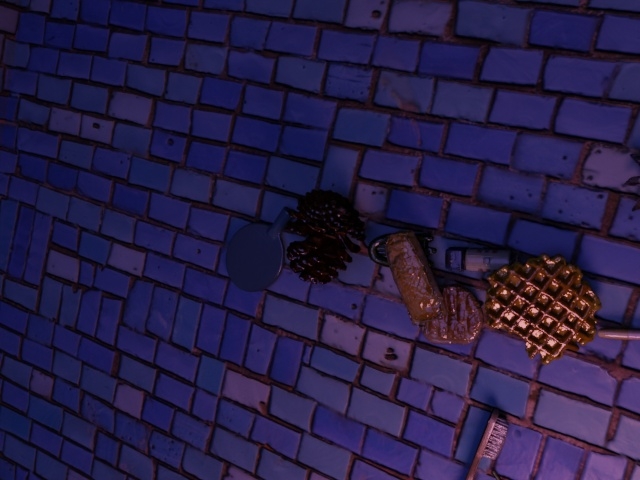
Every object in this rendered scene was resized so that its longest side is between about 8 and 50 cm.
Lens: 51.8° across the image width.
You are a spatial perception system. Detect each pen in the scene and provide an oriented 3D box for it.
[{"bbox_3d":[0.821,0.236,1.651,0.233,0.040,0.032,0,93,22],"label":"pen"}]

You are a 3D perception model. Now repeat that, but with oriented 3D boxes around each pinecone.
[{"bbox_3d":[0.000,-0.002,1.953,0.246,0.246,0.292,34,119,22],"label":"pinecone"}]

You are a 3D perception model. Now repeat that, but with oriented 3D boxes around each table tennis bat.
[{"bbox_3d":[-0.192,0.025,2.154,0.215,0.044,0.329,46,113,19],"label":"table tennis bat"}]

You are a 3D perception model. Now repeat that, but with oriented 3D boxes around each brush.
[{"bbox_3d":[0.451,0.624,1.838,0.065,0.070,0.328,22,103,14],"label":"brush"}]

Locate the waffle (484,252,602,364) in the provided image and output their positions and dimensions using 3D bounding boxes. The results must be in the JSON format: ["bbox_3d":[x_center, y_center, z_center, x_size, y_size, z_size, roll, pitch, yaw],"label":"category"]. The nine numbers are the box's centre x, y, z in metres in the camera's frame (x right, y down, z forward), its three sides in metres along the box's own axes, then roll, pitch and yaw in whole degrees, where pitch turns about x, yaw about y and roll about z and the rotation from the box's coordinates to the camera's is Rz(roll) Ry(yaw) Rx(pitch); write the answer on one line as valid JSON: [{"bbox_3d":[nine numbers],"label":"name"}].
[{"bbox_3d":[0.572,0.178,1.721,0.281,0.058,0.301,-33,96,21],"label":"waffle"}]

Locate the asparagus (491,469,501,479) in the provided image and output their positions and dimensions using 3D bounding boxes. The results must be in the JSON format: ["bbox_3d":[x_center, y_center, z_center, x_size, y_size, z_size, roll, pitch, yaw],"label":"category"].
[{"bbox_3d":[0.510,0.694,1.834,0.114,0.014,0.015,61,148,13],"label":"asparagus"}]

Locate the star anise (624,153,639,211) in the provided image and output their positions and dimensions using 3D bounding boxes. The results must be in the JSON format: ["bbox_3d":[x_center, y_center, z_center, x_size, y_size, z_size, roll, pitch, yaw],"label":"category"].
[{"bbox_3d":[0.839,-0.163,1.609,0.204,0.061,0.181,-27,80,26],"label":"star anise"}]

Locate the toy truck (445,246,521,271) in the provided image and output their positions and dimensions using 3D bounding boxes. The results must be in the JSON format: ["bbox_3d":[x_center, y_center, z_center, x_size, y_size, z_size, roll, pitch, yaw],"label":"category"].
[{"bbox_3d":[0.443,0.056,1.804,0.201,0.088,0.074,3,94,27],"label":"toy truck"}]

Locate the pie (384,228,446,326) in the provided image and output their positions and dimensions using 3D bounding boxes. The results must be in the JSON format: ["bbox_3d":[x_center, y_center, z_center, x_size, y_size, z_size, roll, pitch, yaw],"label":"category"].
[{"bbox_3d":[0.263,0.108,1.862,0.128,0.068,0.283,-22,89,33],"label":"pie"}]

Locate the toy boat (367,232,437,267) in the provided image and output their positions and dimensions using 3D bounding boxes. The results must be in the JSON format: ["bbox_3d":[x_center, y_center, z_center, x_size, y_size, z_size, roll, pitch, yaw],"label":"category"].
[{"bbox_3d":[0.239,0.030,1.927,0.210,0.052,0.104,1,95,26],"label":"toy boat"}]

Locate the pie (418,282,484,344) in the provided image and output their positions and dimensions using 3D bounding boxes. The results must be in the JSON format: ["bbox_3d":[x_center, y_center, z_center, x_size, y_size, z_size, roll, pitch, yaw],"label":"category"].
[{"bbox_3d":[0.368,0.209,1.872,0.195,0.046,0.195,2,94,27],"label":"pie"}]
